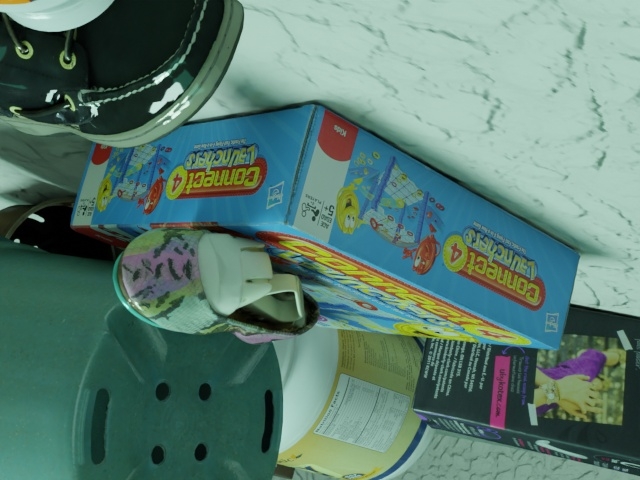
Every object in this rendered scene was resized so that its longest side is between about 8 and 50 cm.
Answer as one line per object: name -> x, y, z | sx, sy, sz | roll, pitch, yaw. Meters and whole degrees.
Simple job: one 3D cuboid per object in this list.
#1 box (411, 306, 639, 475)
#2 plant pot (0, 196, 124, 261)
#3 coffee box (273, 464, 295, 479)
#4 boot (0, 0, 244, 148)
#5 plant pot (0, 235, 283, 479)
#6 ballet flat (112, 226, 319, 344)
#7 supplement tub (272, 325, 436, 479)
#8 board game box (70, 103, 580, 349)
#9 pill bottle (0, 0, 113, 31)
box -> 0.251, 0.153, 1.114 | 0.270, 0.143, 0.165 | 11, 166, 17
plant pot -> -0.328, 0.026, 1.235 | 0.167, 0.167, 0.165 | 24, 172, -36
coffee box -> -0.083, 0.266, 1.769 | 0.141, 0.247, 0.098 | 15, 168, -3
boot -> -0.171, -0.122, 0.547 | 0.236, 0.085, 0.178 | 2, 160, 46
plant pot -> -0.236, 0.154, 0.954 | 0.334, 0.341, 0.341 | 0, 161, 36
ballet flat -> -0.059, 0.033, 0.749 | 0.079, 0.077, 0.221 | -10, 164, 20
supplement tub -> -0.018, 0.178, 1.344 | 0.228, 0.228, 0.316 | 2, 163, 46
board game box -> 0.000, 0.000, 0.873 | 0.308, 0.086, 0.302 | 25, 165, -37
pill bottle -> -0.125, -0.141, 0.399 | 0.086, 0.086, 0.152 | 13, 167, 10
